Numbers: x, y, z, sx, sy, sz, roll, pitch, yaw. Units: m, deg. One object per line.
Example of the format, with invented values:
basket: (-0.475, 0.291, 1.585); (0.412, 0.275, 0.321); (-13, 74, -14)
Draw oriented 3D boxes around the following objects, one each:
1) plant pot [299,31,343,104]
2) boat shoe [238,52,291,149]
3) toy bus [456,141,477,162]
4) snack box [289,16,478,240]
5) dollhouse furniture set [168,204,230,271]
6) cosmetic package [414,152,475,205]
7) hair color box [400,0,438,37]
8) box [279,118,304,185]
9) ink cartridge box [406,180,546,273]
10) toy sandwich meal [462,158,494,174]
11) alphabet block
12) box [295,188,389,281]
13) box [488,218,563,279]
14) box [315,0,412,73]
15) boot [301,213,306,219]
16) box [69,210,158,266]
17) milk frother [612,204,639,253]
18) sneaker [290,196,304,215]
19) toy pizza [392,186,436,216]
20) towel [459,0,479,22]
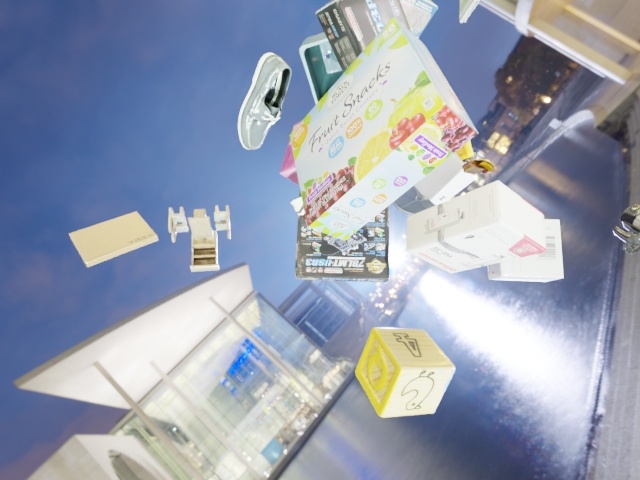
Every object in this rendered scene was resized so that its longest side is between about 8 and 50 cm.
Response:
plant pot: (0.077, -0.643, 1.496); (0.252, 0.247, 0.247); (-92, -15, -50)
boat shoe: (-0.178, -0.432, 1.350); (0.116, 0.099, 0.319); (-13, -47, -52)
toy bus: (0.554, -0.378, 1.819); (0.211, 0.149, 0.220); (-20, -5, 13)
snack box: (0.057, -0.129, 0.506); (0.070, 0.174, 0.207); (22, -47, -37)
dollhouse furniture set: (-0.448, -0.004, 1.575); (0.212, 0.161, 0.242); (-3, -27, -10)
cosmetic package: (0.334, -0.357, 1.478); (0.161, 0.453, 0.230); (-40, -46, 23)
hair color box: (0.186, -0.784, 1.284); (0.174, 0.347, 0.105); (-4, -38, -39)
box: (0.000, -0.293, 1.526); (0.117, 0.243, 0.213); (-12, 59, 48)
ink cartridge box: (0.396, -0.019, 1.088); (0.283, 0.207, 0.117); (-24, 50, 49)
toy sandwich meal: (0.445, -0.203, 1.170); (0.085, 0.086, 0.029); (79, -159, -73)
alphabet block: (0.250, 0.394, 1.264); (0.197, 0.193, 0.192); (6, -68, -24)
box: (0.072, -0.018, 1.330); (0.073, 0.296, 0.293); (82, -171, -76)
box: (0.622, 0.031, 1.277); (0.119, 0.182, 0.180); (68, -156, -78)
box: (0.103, -0.333, 0.733); (0.051, 0.220, 0.175); (-2, 38, 46)
boot: (0.055, -0.110, 1.137); (0.106, 0.219, 0.082); (-93, -8, -50)
box: (-0.608, -0.011, 1.223); (0.201, 0.164, 0.021); (-26, -44, -31)
milk frother: (0.989, -0.014, 1.260); (0.129, 0.143, 0.134); (-44, 15, 18)
sneaker: (-0.016, -0.088, 0.943); (0.109, 0.043, 0.040); (-25, 5, -25)
toy pizza: (0.353, -0.140, 1.498); (0.201, 0.201, 0.032); (-41, -33, -35)
towel: (0.517, -0.850, 1.435); (0.113, 0.023, 0.152); (132, 145, -72)
